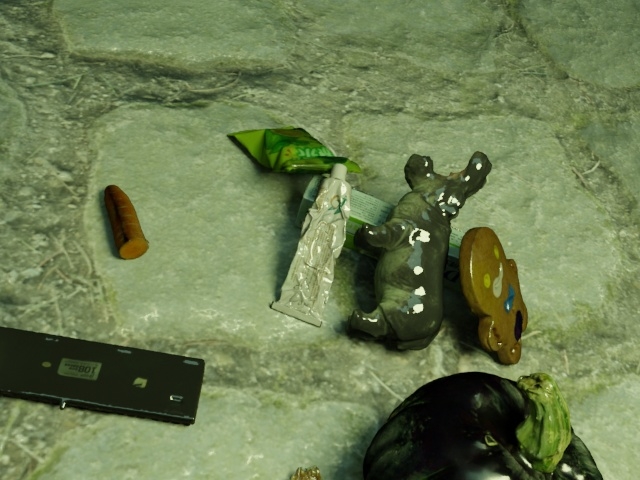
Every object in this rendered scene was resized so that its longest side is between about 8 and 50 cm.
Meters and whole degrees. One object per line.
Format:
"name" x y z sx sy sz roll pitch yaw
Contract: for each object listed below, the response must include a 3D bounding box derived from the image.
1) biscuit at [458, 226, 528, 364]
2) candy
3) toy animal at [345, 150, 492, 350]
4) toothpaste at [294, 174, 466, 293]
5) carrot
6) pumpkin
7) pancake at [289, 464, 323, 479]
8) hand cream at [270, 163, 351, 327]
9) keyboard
"biscuit" 0.271 0.083 0.999 0.236 0.039 0.180 55 45 -31
"candy" -0.052 -0.156 1.152 0.148 0.069 0.246 -6 31 -32
"toy animal" 0.143 -0.004 0.996 0.168 0.106 0.343 22 77 -1
"toothpaste" 0.127 -0.008 1.096 0.336 0.081 0.067 22 50 1
"carrot" -0.306 -0.037 1.009 0.048 0.048 0.139 -11 55 -25
"pumpkin" 0.216 0.280 0.762 0.295 0.296 0.296 9 50 -11
"pancake" -0.020 0.379 0.750 0.265 0.057 0.245 3 51 -16
"hand cream" 0.000 -0.001 1.010 0.084 0.050 0.257 19 77 -2
"keyboard" -0.314 0.177 0.845 0.316 0.027 0.106 12 46 -8
